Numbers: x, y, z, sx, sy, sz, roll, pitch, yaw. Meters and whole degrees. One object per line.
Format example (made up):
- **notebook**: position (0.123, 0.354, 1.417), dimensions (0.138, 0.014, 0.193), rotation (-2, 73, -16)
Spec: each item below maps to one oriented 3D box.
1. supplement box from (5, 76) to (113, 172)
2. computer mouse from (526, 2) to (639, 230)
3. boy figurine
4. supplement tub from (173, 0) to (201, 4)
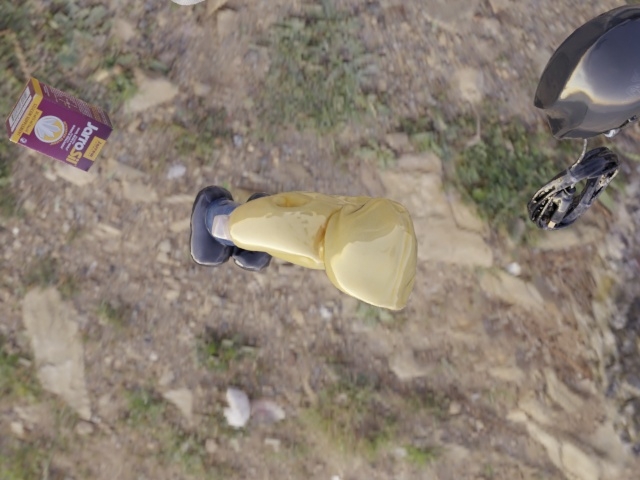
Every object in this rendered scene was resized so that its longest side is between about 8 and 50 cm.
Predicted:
- **supplement box**: position (-0.248, -0.109, 1.130), dimensions (0.083, 0.043, 0.055), rotation (23, 110, -31)
- **computer mouse**: position (0.158, -0.054, 0.692), dimensions (0.071, 0.041, 0.242), rotation (-19, 157, -4)
- **boy figurine**: position (0.000, 0.000, 1.062), dimensions (0.177, 0.285, 0.092), rotation (7, 93, -37)
- **supplement tub**: position (-0.134, -0.365, 0.951), dimensions (0.193, 0.193, 0.316), rotation (-35, 96, 16)
